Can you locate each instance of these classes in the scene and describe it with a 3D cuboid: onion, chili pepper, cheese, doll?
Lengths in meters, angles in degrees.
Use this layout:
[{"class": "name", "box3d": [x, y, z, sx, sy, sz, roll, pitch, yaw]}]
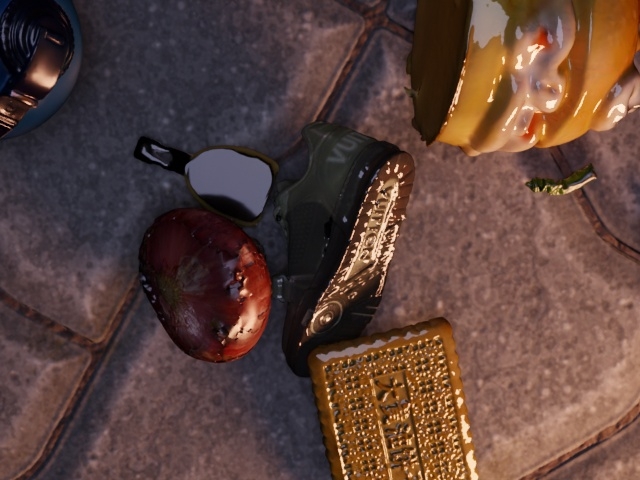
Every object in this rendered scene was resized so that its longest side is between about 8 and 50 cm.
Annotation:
[{"class": "onion", "box3d": [-0.114, 0.041, 1.413, 0.147, 0.184, 0.184, -29, 97, -34]}, {"class": "chili pepper", "box3d": [0.275, -0.066, 1.461, 0.083, 0.022, 0.027, -13, 129, 1]}, {"class": "cheese", "box3d": [-0.134, -0.078, 1.451, 0.162, 0.036, 0.086, 20, 99, -2]}, {"class": "doll", "box3d": [-0.360, -0.251, 1.341, 0.284, 0.240, 0.310, 6, 81, 39]}]

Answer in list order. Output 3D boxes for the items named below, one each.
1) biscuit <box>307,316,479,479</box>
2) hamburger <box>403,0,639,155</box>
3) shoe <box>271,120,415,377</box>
[{"class": "biscuit", "box3d": [0.086, 0.221, 1.453, 0.172, 0.029, 0.254, -14, 111, -5]}, {"class": "hamburger", "box3d": [0.223, -0.218, 1.335, 0.236, 0.276, 0.276, 3, 96, -11]}, {"class": "shoe", "box3d": [-0.002, 0.000, 1.438, 0.149, 0.109, 0.293, 38, 118, 34]}]
